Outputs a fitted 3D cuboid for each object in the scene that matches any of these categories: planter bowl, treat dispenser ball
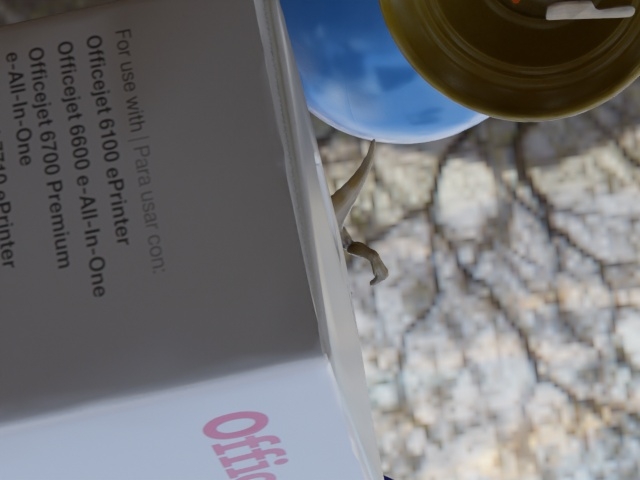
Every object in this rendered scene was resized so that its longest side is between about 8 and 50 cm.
[{"bbox_3d":[0.155,-0.201,1.390,0.217,0.217,0.090,-5,-164,18],"label":"planter bowl"},{"bbox_3d":[0.078,-0.234,1.797,0.288,0.288,0.288,-8,-172,1],"label":"treat dispenser ball"}]

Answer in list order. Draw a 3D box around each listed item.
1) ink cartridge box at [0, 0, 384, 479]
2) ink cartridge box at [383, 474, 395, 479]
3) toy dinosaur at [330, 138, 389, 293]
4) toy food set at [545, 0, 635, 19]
[{"bbox_3d":[-0.142,0.048,0.626,0.307,0.129,0.223,-12,157,2],"label":"ink cartridge box"},{"bbox_3d":[0.030,0.237,1.580,0.206,0.045,0.208,21,-149,18],"label":"ink cartridge box"},{"bbox_3d":[0.000,0.000,1.304,0.053,0.092,0.183,-37,-177,-29],"label":"toy dinosaur"},{"bbox_3d":[0.166,-0.182,1.124,0.078,0.122,0.019,-3,-147,-10],"label":"toy food set"}]
